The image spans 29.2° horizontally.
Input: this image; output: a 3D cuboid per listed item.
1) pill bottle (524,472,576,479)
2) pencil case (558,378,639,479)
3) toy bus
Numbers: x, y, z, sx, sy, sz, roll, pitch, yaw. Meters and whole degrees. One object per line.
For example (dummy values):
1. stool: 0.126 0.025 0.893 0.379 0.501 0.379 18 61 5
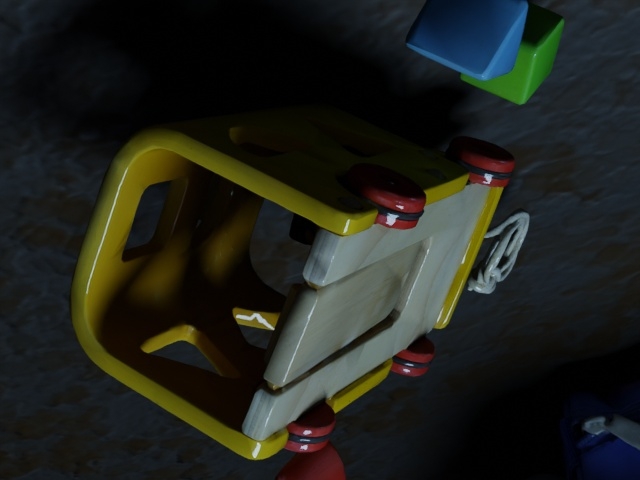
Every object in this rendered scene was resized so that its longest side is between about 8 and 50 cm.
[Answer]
1. pill bottle: 0.184 0.207 0.922 0.116 0.065 0.065 12 142 -33
2. pencil case: 0.284 0.097 0.722 0.306 0.119 0.133 -25 138 21
3. toy bus: -0.003 -0.003 0.464 0.104 0.191 0.202 28 154 18
